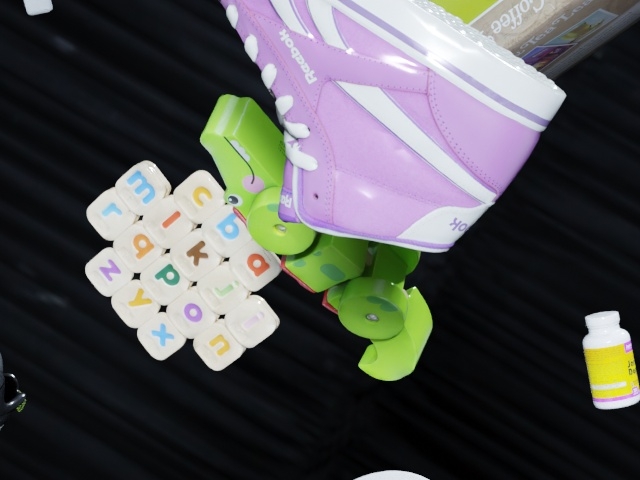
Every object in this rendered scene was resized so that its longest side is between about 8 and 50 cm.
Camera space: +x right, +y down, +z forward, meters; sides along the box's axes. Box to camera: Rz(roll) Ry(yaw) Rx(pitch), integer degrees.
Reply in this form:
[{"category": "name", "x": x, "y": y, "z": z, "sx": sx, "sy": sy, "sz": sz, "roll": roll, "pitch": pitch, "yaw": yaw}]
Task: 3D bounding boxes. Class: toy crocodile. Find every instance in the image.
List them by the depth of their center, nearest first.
[{"category": "toy crocodile", "x": 0.000, "y": 0.000, "z": 1.540, "sx": 0.105, "sy": 0.340, "sz": 0.115, "roll": -23, "pitch": -145, "yaw": 33}]

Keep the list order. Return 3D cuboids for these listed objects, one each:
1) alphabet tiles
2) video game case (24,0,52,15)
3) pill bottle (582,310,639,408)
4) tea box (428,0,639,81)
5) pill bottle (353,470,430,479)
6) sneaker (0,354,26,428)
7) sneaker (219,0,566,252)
[{"category": "alphabet tiles", "x": -0.184, "y": 0.035, "z": 2.151, "sx": 0.278, "sy": 0.284, "sz": 0.021, "roll": -38, "pitch": -178, "yaw": 38}, {"category": "video game case", "x": -0.280, "y": -0.361, "z": 1.418, "sx": 0.204, "sy": 0.025, "sz": 0.285, "roll": 83, "pitch": -7, "yaw": -47}, {"category": "pill bottle", "x": 0.261, "y": 0.108, "z": 1.467, "sx": 0.043, "sy": 0.043, "sz": 0.083, "roll": -29, "pitch": 109, "yaw": -76}, {"category": "tea box", "x": 0.135, "y": -0.305, "z": 1.590, "sx": 0.329, "sy": 0.323, "sz": 0.220, "roll": -34, "pitch": 167, "yaw": 38}, {"category": "pill bottle", "x": 0.104, "y": 0.298, "z": 1.169, "sx": 0.181, "sy": 0.181, "sz": 0.323, "roll": -56, "pitch": 137, "yaw": -21}, {"category": "sneaker", "x": -0.354, "y": 0.122, "z": 1.537, "sx": 0.097, "sy": 0.084, "sz": 0.234, "roll": -40, "pitch": 152, "yaw": -3}, {"category": "sneaker", "x": -0.016, "y": -0.098, "z": 0.958, "sx": 0.161, "sy": 0.282, "sz": 0.102, "roll": -56, "pitch": 173, "yaw": 16}]
